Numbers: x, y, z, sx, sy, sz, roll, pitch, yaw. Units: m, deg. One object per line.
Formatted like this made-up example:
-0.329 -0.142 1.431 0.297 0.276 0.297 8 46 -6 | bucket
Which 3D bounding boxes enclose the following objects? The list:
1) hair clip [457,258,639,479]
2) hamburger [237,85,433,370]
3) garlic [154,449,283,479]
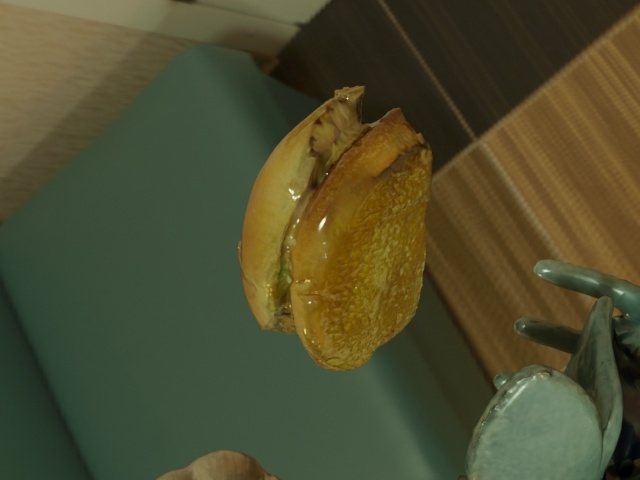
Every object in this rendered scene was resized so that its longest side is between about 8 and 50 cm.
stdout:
0.225 0.207 0.962 0.392 0.238 0.318 14 116 -1 | hair clip
0.000 0.000 1.067 0.144 0.156 0.283 33 138 33 | hamburger
-0.093 0.324 1.145 0.152 0.227 0.228 -179 88 -74 | garlic
